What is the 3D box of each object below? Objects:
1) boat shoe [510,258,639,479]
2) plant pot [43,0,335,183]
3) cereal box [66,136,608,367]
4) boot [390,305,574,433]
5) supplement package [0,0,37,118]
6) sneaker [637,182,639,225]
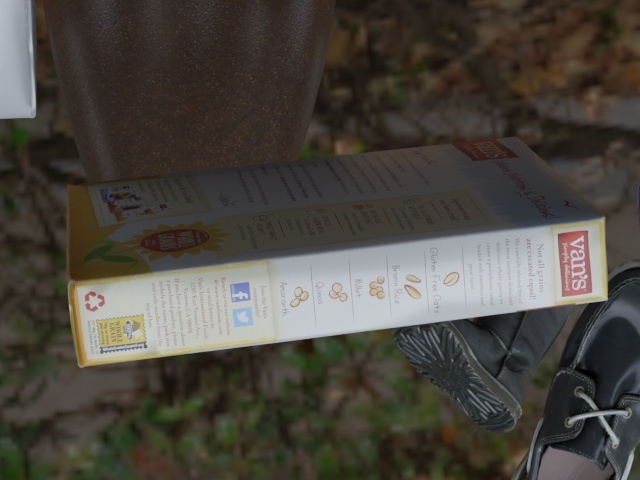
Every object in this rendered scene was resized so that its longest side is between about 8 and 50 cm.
[{"bbox_3d":[0.196,0.125,1.303,0.084,0.233,0.079,21,-159,1],"label":"boat shoe"},{"bbox_3d":[-0.088,-0.110,1.259,0.215,0.230,0.215,-2,153,-1],"label":"plant pot"},{"bbox_3d":[0.000,0.000,0.894,0.240,0.047,0.173,-6,-164,-5],"label":"cereal box"},{"bbox_3d":[0.167,0.064,1.845,0.076,0.208,0.190,-16,121,44],"label":"boot"},{"bbox_3d":[-0.235,-0.127,0.945,0.179,0.105,0.105,-2,124,-7],"label":"supplement package"},{"bbox_3d":[0.300,-0.067,1.385,0.102,0.161,0.282,-10,123,-27],"label":"sneaker"}]
